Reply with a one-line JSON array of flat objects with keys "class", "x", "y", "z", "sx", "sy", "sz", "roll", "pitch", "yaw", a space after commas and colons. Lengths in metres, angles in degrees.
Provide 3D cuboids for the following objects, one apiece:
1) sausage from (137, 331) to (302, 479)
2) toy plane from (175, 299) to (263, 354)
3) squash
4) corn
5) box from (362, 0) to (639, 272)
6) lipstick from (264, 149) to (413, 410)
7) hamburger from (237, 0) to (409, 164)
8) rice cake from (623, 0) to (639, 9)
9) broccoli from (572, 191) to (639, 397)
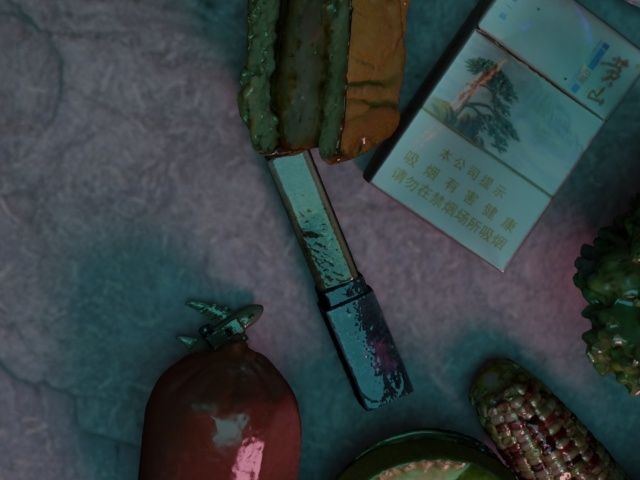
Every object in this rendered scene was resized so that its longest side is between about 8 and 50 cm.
[{"class": "sausage", "x": -0.091, "y": 0.204, "z": 1.351, "sx": 0.148, "sy": 0.148, "sz": 0.255, "roll": 9, "pitch": 111, "yaw": -9}, {"class": "toy plane", "x": -0.086, "y": 0.082, "z": 1.389, "sx": 0.083, "sy": 0.033, "sz": 0.080, "roll": -32, "pitch": 97, "yaw": 0}, {"class": "squash", "x": 0.094, "y": 0.282, "z": 1.356, "sx": 0.220, "sy": 0.133, "sz": 0.220, "roll": 0, "pitch": 100, "yaw": -1}, {"class": "corn", "x": 0.229, "y": 0.214, "z": 1.428, "sx": 0.086, "sy": 0.086, "sz": 0.253, "roll": -39, "pitch": 102, "yaw": 2}, {"class": "box", "x": 0.163, "y": -0.109, "z": 1.365, "sx": 0.149, "sy": 0.067, "sz": 0.233, "roll": 33, "pitch": 95, "yaw": -12}, {"class": "lipstick", "x": 0.000, "y": 0.000, "z": 1.376, "sx": 0.051, "sy": 0.051, "sz": 0.312, "roll": -23, "pitch": 102, "yaw": -4}, {"class": "hamburger", "x": 0.010, "y": -0.196, "z": 1.300, "sx": 0.131, "sy": 0.124, "sz": 0.262, "roll": -1, "pitch": 97, "yaw": -51}, {"class": "rice cake", "x": 0.351, "y": -0.219, "z": 1.380, "sx": 0.226, "sy": 0.040, "sz": 0.085, "roll": 22, "pitch": 97, "yaw": -11}, {"class": "broccoli", "x": 0.401, "y": 0.046, "z": 1.330, "sx": 0.277, "sy": 0.317, "sz": 0.338, "roll": -43, "pitch": 78, "yaw": 28}]
